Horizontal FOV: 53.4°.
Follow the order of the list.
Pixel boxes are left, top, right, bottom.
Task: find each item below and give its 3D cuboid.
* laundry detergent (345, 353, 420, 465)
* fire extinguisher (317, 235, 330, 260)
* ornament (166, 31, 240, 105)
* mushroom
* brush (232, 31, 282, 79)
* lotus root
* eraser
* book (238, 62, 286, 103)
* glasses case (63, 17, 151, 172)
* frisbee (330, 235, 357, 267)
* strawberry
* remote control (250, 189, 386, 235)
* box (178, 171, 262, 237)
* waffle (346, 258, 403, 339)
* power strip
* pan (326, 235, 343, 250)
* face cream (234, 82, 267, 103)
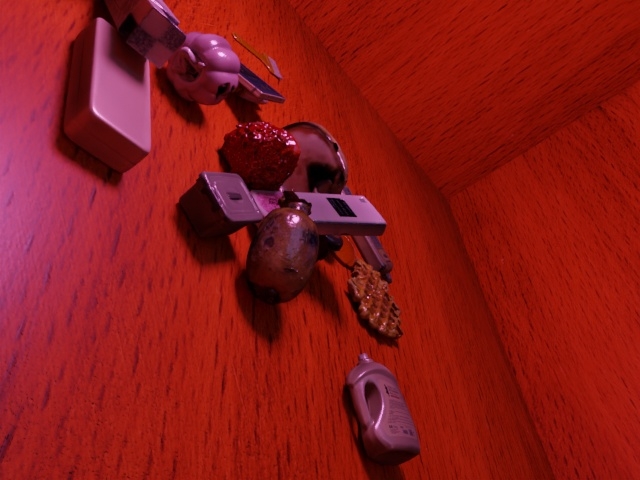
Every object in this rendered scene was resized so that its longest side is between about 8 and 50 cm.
[{"bbox_3d":[0.129,0.373,1.447,0.181,0.091,0.253,27,35,-45],"label":"laundry detergent"},{"bbox_3d":[-0.038,0.018,1.573,0.105,0.105,0.269,57,20,0],"label":"fire extinguisher"},{"bbox_3d":[-0.290,-0.419,1.553,0.177,0.177,0.177,47,22,-26],"label":"ornament"},{"bbox_3d":[-0.012,-0.181,1.772,0.212,0.217,0.292,40,25,-49],"label":"mushroom"},{"bbox_3d":[-0.233,-0.680,2.314,0.272,0.013,0.103,26,36,-54],"label":"brush"},{"bbox_3d":[-0.072,0.007,1.361,0.154,0.154,0.278,42,49,-36],"label":"lotus root"},{"bbox_3d":[-0.396,-0.499,1.382,0.096,0.098,0.404,36,12,-40],"label":"eraser"},{"bbox_3d":[-0.238,-0.499,1.882,0.269,0.025,0.191,40,17,10],"label":"book"},{"bbox_3d":[-0.402,-0.285,1.220,0.144,0.076,0.336,38,27,-41],"label":"glasses case"},{"bbox_3d":[0.060,-0.005,1.943,0.192,0.035,0.192,48,21,-26],"label":"frisbee"},{"bbox_3d":[-0.134,-0.213,1.582,0.184,0.201,0.187,-10,87,-50],"label":"strawberry"},{"bbox_3d":[-0.010,-0.067,1.577,0.344,0.050,0.145,1,34,-28],"label":"remote control"},{"bbox_3d":[-0.210,-0.068,1.319,0.124,0.093,0.172,60,19,9],"label":"box"},{"bbox_3d":[0.155,0.168,1.877,0.291,0.051,0.291,46,24,-27],"label":"waffle"},{"bbox_3d":[0.142,-0.027,2.124,0.387,0.066,0.092,62,23,13],"label":"power strip"},{"bbox_3d":[0.002,-0.002,1.773,0.115,0.040,0.212,38,24,4],"label":"pan"},{"bbox_3d":[-0.219,-0.454,1.943,0.072,0.051,0.182,55,20,16],"label":"face cream"}]
